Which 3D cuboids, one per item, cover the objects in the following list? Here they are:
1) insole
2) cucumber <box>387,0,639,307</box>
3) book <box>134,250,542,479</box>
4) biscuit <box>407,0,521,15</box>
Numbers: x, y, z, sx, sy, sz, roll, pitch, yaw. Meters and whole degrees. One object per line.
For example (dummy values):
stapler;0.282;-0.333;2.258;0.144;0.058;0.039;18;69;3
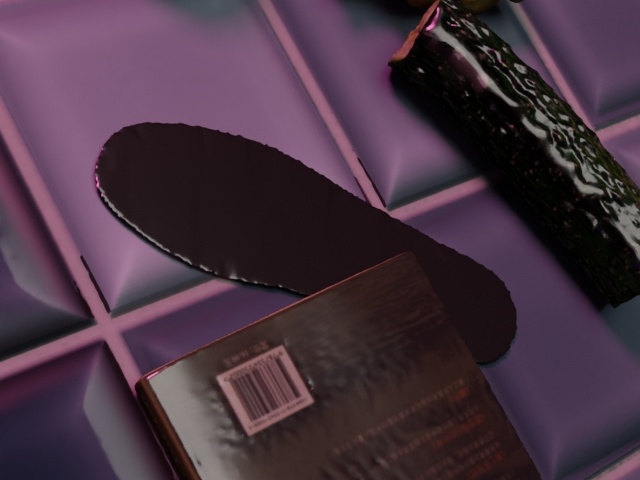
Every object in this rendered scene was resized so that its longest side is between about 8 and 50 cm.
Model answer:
insole;0.000;0.000;0.655;0.232;0.003;0.080;23;57;-19
cucumber;0.114;-0.050;0.716;0.187;0.058;0.058;48;52;-2
book;0.036;0.131;0.595;0.160;0.024;0.228;-23;80;-35
biscuit;0.008;-0.247;0.766;0.187;0.036;0.273;-3;68;-31
